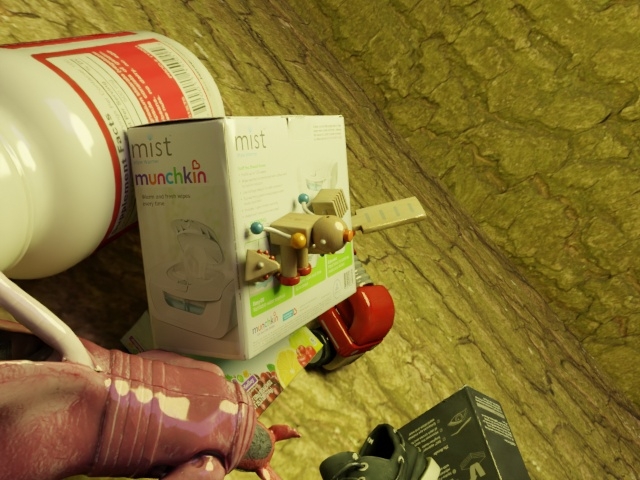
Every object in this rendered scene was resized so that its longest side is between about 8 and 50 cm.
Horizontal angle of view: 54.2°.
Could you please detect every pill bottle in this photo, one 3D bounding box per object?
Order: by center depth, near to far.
[{"bbox_3d":[-0.282,-0.099,0.680,0.229,0.229,0.408,45,26,-4],"label":"pill bottle"}]

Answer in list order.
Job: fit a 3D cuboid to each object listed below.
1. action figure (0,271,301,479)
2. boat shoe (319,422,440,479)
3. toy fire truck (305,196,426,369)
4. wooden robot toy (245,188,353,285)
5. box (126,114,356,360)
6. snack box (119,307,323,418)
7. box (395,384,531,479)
[{"bbox_3d":[-0.171,0.128,0.516,0.370,0.276,0.248,16,32,-25],"label":"action figure"},{"bbox_3d":[0.048,0.300,0.745,0.113,0.127,0.340,53,25,13],"label":"boat shoe"},{"bbox_3d":[0.056,0.047,0.967,0.158,0.246,0.217,1,51,-55],"label":"toy fire truck"},{"bbox_3d":[0.000,0.000,0.613,0.173,0.079,0.076,-38,124,-55],"label":"wooden robot toy"},{"bbox_3d":[-0.068,-0.022,0.701,0.262,0.126,0.231,-23,110,-61],"label":"box"},{"bbox_3d":[-0.113,0.128,0.778,0.174,0.070,0.207,48,28,4],"label":"snack box"},{"bbox_3d":[0.201,0.325,0.907,0.093,0.156,0.158,31,31,-33],"label":"box"}]
